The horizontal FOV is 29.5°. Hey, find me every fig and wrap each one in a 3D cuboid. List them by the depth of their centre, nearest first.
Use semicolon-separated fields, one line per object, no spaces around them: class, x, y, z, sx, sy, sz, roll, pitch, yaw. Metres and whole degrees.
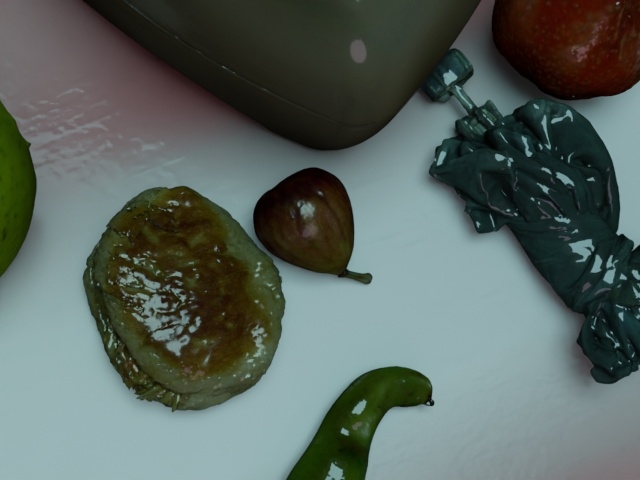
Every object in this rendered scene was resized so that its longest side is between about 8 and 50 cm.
fig;0.000;0.000;1.065;0.089;0.089;0.125;-39;104;-17

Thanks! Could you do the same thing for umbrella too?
umbrella;0.211;-0.034;1.102;0.143;0.094;0.349;-32;81;-24

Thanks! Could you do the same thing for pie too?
pie;-0.114;0.045;1.030;0.163;0.079;0.193;-27;80;-21

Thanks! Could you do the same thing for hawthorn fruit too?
hawthorn fruit;0.250;-0.215;1.109;0.179;0.173;0.173;-41;85;26

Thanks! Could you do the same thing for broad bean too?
broad bean;0.016;0.185;1.032;0.070;0.048;0.213;42;70;3

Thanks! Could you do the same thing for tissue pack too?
tissue pack;-0.051;-0.271;1.018;0.387;0.277;0.267;35;75;0

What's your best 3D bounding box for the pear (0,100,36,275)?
pear;-0.421;-0.035;0.898;0.342;0.238;0.318;34;58;-1
